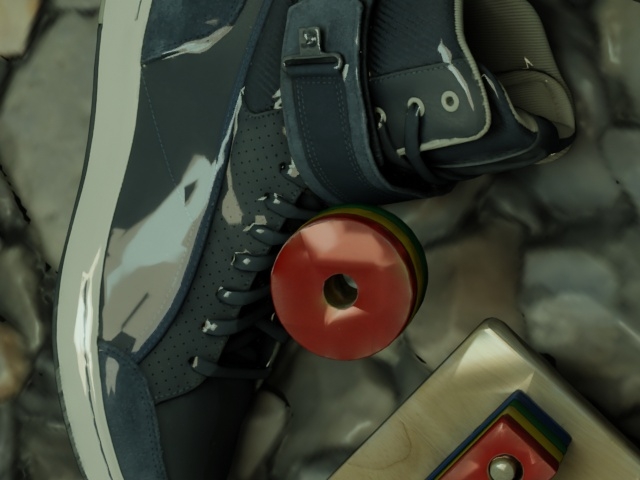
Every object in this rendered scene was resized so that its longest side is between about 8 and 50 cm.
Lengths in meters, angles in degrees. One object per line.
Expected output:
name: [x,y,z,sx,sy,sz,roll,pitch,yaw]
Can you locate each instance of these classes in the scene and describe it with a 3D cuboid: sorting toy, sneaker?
sorting toy: [0.061,0.124,0.624,0.274,0.046,0.132,44,110,1]
sneaker: [-0.001,-0.001,0.675,0.163,0.086,0.226,5,91,28]
